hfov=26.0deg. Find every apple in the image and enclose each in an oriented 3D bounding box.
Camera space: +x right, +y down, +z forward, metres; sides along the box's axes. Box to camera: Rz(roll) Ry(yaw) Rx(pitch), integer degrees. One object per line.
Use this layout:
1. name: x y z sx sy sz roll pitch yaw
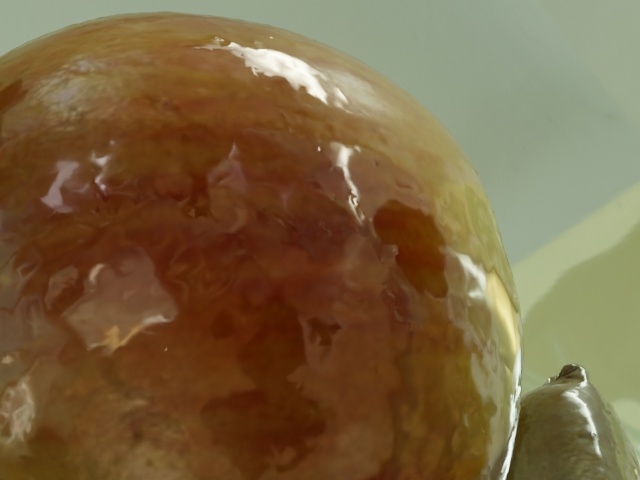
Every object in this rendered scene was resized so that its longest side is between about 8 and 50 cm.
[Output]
1. apple: -0.049 0.050 0.556 0.233 0.286 0.286 -4 -49 -12

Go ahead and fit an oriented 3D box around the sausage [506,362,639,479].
1. sausage: 0.125 0.255 0.710 0.123 0.501 0.136 19 -57 -7
